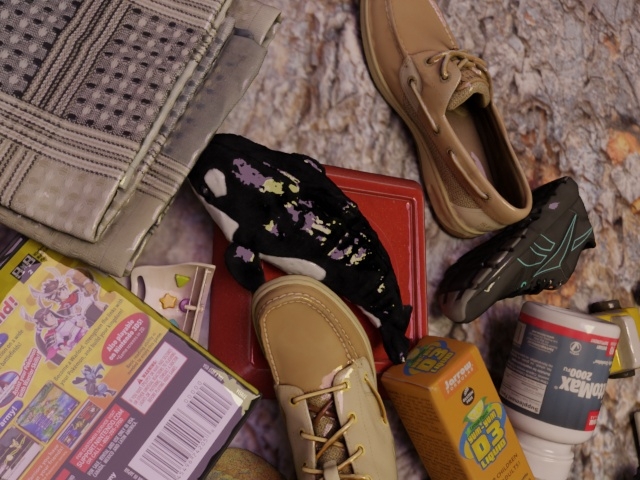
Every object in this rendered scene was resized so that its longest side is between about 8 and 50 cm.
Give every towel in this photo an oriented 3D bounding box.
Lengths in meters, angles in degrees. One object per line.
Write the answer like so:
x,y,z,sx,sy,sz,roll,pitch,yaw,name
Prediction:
-0.227,-0.165,0.584,0.324,0.056,0.312,26,67,0,towel

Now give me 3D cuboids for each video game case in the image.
-0.223,0.164,0.549,0.248,0.035,0.275,40,71,-10,video game case

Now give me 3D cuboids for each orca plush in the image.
0.000,0.000,0.632,0.151,0.102,0.287,-40,98,-29,orca plush

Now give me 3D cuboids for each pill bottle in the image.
0.259,0.167,0.761,0.108,0.108,0.180,12,93,-25,pill bottle

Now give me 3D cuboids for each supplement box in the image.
0.153,0.216,0.703,0.078,0.080,0.233,-37,108,-28,supplement box

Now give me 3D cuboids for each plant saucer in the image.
0.015,0.036,0.718,0.258,0.047,0.259,7,76,-26,plant saucer

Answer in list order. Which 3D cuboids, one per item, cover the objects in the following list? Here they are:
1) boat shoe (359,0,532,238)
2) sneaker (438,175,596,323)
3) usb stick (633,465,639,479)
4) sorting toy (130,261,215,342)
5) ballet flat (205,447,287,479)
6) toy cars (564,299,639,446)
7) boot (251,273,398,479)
0.155,-0.175,0.801,0.121,0.110,0.341,-23,89,-30,boat shoe
0.249,0.026,0.811,0.267,0.101,0.106,-38,99,-28,sneaker
0.413,0.418,0.814,0.045,0.077,0.278,-3,82,14,usb stick
-0.145,0.057,0.636,0.075,0.045,0.083,13,83,-11,sorting toy
-0.014,0.349,0.592,0.123,0.123,0.349,-18,86,-29,ballet flat
0.435,0.191,0.875,0.393,0.087,0.176,38,65,-15,toy cars
0.009,0.177,0.562,0.095,0.203,0.262,-15,115,8,boot
